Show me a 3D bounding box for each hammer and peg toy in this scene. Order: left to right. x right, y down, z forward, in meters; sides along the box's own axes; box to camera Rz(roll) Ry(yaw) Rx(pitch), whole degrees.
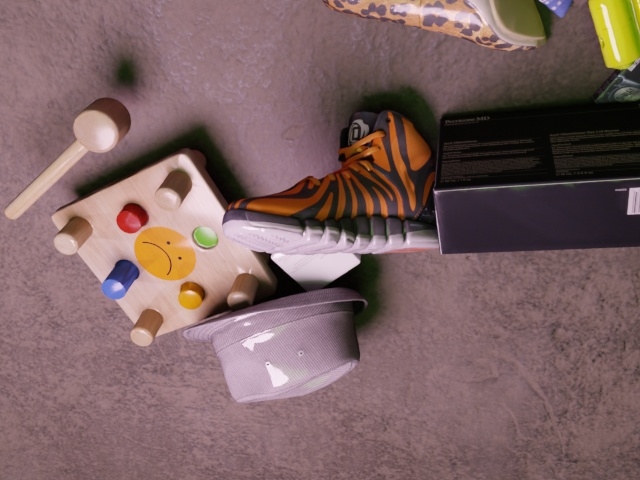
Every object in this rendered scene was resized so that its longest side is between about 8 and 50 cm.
[{"bbox_3d":[-0.258,-0.025,0.981,0.266,0.127,0.361,-22,116,22],"label":"hammer and peg toy"}]

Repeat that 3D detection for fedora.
[{"bbox_3d":[-0.053,0.166,0.999,0.276,0.124,0.243,-16,163,1],"label":"fedora"}]

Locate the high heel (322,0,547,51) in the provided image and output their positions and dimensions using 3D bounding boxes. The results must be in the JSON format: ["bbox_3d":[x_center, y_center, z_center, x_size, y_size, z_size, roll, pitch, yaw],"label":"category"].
[{"bbox_3d":[0.135,-0.281,0.818,0.261,0.093,0.186,18,170,-33],"label":"high heel"}]

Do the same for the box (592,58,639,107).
[{"bbox_3d":[0.395,-0.192,0.845,0.067,0.018,0.083,31,121,-11],"label":"box"}]

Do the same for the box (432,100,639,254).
[{"bbox_3d":[0.276,-0.078,0.824,0.261,0.184,0.103,-2,128,15],"label":"box"}]

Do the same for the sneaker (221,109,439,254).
[{"bbox_3d":[0.020,-0.075,0.855,0.125,0.321,0.180,-10,81,52],"label":"sneaker"}]

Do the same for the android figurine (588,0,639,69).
[{"bbox_3d":[0.430,-0.287,0.750,0.248,0.056,0.272,-22,112,15],"label":"android figurine"}]

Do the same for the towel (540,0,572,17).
[{"bbox_3d":[0.197,-0.401,0.615,0.336,0.040,0.243,28,103,-30],"label":"towel"}]

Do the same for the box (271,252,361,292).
[{"bbox_3d":[0.000,0.000,0.972,0.102,0.101,0.087,-36,111,28],"label":"box"}]
